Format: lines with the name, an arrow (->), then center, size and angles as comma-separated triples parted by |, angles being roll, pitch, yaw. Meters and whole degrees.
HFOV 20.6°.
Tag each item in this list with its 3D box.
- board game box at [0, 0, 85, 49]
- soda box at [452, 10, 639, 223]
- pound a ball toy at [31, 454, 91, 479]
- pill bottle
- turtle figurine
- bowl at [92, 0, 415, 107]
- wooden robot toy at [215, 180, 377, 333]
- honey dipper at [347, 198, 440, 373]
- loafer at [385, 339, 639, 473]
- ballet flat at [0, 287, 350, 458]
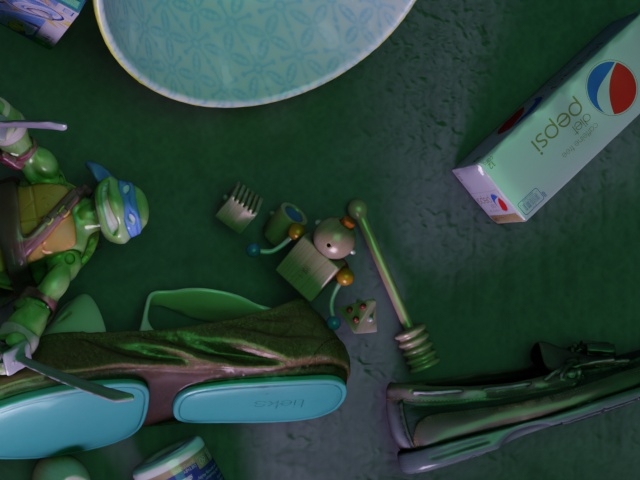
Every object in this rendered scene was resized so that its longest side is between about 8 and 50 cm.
board game box -> -0.254, -0.209, 1.385 | 0.136, 0.201, 0.035 | 28, 82, -12
soda box -> 0.223, -0.109, 1.570 | 0.216, 0.074, 0.069 | -42, 98, -12
pound a ball toy -> -0.158, 0.349, 1.427 | 0.319, 0.136, 0.208 | 43, 79, -10
pill bottle -> -0.102, 0.230, 1.479 | 0.067, 0.067, 0.120 | -29, 96, -13
turtle figurine -> -0.276, -0.002, 1.354 | 0.266, 0.274, 0.198 | -12, 117, 6
bowl -> -0.064, -0.267, 1.443 | 0.289, 0.289, 0.156 | -12, 49, -14
wooden robot toy -> 0.000, 0.000, 1.495 | 0.173, 0.076, 0.079 | 42, 120, 4
honey dipper -> 0.060, 0.039, 1.548 | 0.030, 0.030, 0.160 | -25, 93, -14
loafer -> 0.186, 0.127, 1.547 | 0.267, 0.096, 0.084 | -18, 87, -12
ballet flat -> -0.144, 0.098, 1.455 | 0.342, 0.116, 0.124 | -7, 54, -19
